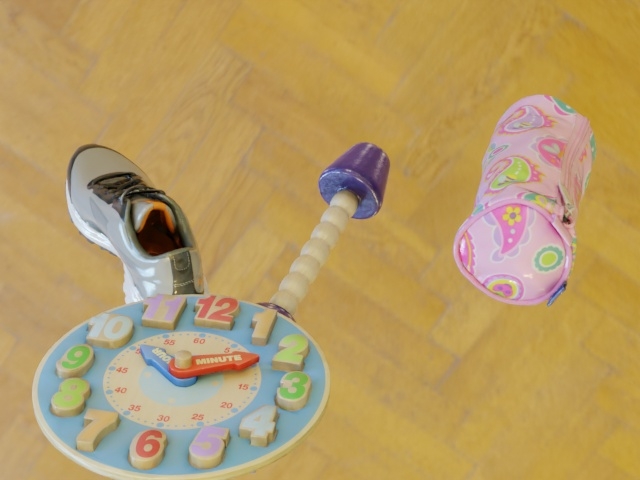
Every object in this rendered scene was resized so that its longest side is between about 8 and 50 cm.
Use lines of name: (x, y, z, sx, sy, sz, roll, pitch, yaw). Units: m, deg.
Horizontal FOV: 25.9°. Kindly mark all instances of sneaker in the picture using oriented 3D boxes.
sneaker: (-0.184, -0.024, 1.423, 0.100, 0.271, 0.108, -16, 134, -25)

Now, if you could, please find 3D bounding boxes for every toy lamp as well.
toy lamp: (0.000, 0.000, 1.493, 0.080, 0.275, 0.080, 20, 142, 16)

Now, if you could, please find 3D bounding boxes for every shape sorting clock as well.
shape sorting clock: (-0.096, 0.096, 0.967, 0.206, 0.206, 0.040, 4, 119, 5)

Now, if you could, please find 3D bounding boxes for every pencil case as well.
pencil case: (0.216, -0.046, 1.412, 0.124, 0.284, 0.124, 6, 118, 12)
